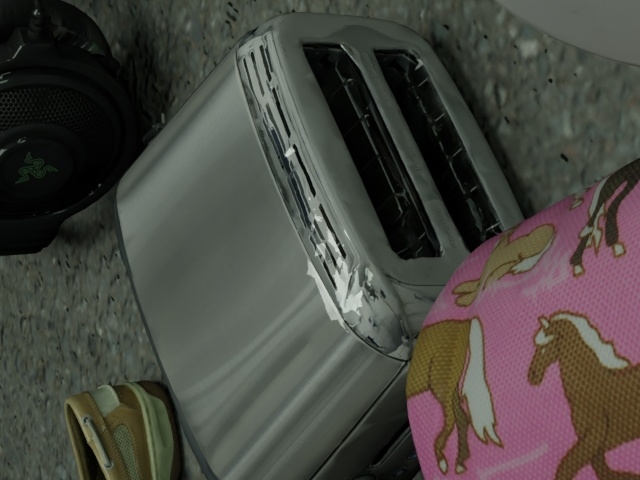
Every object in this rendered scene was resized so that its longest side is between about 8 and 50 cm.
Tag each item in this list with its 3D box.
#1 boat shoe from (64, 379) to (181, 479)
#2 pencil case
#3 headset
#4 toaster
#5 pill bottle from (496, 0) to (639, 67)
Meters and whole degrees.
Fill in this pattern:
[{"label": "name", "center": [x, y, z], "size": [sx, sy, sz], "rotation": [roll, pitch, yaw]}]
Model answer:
[{"label": "boat shoe", "center": [-0.117, 0.180, 0.913], "size": [0.068, 0.072, 0.190], "rotation": [-28, 71, 51]}, {"label": "pencil case", "center": [0.193, 0.006, 0.392], "size": [0.386, 0.167, 0.160], "rotation": [-33, 83, 49]}, {"label": "headset", "center": [-0.158, -0.135, 0.923], "size": [0.394, 0.185, 0.243], "rotation": [139, 124, -65]}, {"label": "toaster", "center": [0.000, 0.000, 0.694], "size": [0.146, 0.129, 0.227], "rotation": [-47, 55, 40]}, {"label": "pill bottle", "center": [0.106, -0.211, 0.318], "size": [0.188, 0.188, 0.334], "rotation": [-19, 60, 53]}]
